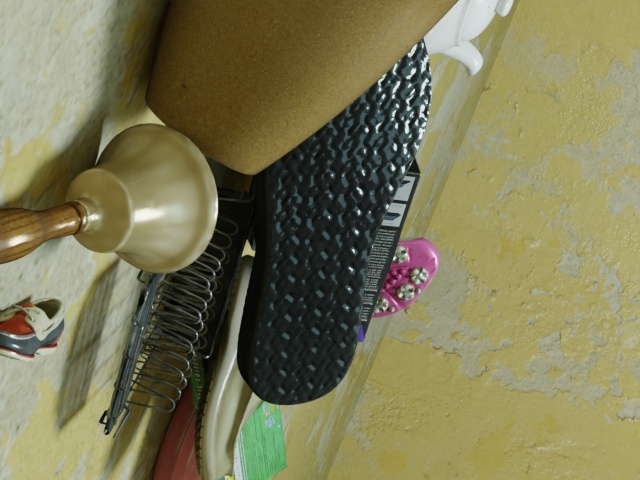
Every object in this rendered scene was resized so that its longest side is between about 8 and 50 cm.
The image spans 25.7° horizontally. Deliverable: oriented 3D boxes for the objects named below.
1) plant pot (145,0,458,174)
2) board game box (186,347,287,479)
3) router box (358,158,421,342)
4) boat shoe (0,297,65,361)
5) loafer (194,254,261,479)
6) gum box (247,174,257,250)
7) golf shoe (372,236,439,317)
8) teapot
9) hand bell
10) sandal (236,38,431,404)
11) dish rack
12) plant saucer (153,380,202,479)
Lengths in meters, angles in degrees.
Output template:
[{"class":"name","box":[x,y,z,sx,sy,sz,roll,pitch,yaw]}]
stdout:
[{"class":"plant pot","box":[-0.032,-0.192,1.191,0.254,0.237,0.237,-54,173,13]},{"class":"board game box","box":[-0.103,0.192,1.740,0.136,0.030,0.260,-28,119,-50]},{"class":"router box","box":[0.026,-0.067,1.702,0.309,0.081,0.243,-102,-156,-55]},{"class":"boat shoe","box":[-0.235,0.069,1.110,0.137,0.049,0.043,3,106,-82]},{"class":"loafer","box":[-0.084,0.153,1.630,0.102,0.092,0.269,161,-59,-80]},{"class":"gum box","box":[-0.044,-0.086,1.574,0.157,0.041,0.185,-131,-124,-77]},{"class":"golf shoe","box":[0.044,0.072,2.145,0.306,0.115,0.140,-30,-166,16]},{"class":"teapot","box":[0.171,-0.354,1.892,0.256,0.187,0.253,-33,145,-71]},{"class":"hand bell","box":[-0.195,-0.017,1.063,0.242,0.126,0.126,-18,131,-60]},{"class":"sandal","box":[-0.012,-0.040,1.462,0.107,0.167,0.446,48,-51,52]},{"class":"dish rack","box":[-0.147,0.075,1.446,0.271,0.074,0.208,-67,174,-62]},{"class":"plant saucer","box":[-0.137,0.257,1.922,0.332,0.084,0.332,23,90,-79]}]
